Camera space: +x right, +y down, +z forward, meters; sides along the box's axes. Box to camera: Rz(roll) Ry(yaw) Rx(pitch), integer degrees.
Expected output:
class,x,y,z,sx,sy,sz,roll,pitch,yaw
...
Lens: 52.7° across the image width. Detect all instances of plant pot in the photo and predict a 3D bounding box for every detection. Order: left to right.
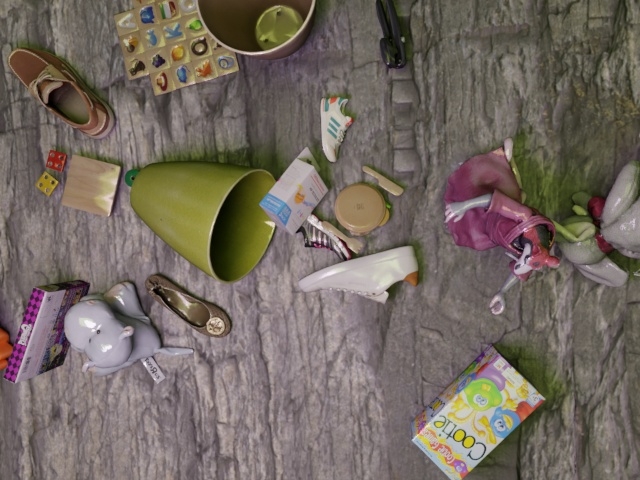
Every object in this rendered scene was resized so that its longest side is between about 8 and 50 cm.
class,x,y,z,sx,sy,sz,roll,pitch,yaw
plant pot,-0.293,-0.075,1.523,0.293,0.274,0.275,20,94,23
plant pot,-0.118,-0.516,1.463,0.256,0.274,0.257,0,92,7

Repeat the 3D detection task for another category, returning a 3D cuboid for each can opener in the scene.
class,x,y,z,sx,sy,sz,roll,pitch,yaw
can opener,0.169,-0.495,1.535,0.059,0.073,0.186,-8,81,16

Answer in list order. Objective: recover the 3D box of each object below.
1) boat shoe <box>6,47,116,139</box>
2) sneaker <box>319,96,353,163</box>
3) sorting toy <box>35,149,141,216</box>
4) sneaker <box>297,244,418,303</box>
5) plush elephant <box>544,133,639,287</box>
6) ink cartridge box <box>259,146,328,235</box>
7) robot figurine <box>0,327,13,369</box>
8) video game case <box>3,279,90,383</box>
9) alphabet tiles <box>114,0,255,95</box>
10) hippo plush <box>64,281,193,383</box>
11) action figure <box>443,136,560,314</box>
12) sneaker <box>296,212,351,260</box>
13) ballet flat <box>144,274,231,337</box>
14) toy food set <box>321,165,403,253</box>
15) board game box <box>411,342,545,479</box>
class,x,y,z,sx,sy,sz,roll,pitch,yaw
boat shoe,-0.659,-0.382,1.618,0.324,0.116,0.123,36,95,6
sneaker,0.042,-0.269,1.555,0.075,0.057,0.161,-4,88,13
sorting toy,-0.585,-0.141,1.648,0.274,0.046,0.132,14,93,7
sneaker,0.093,0.102,1.531,0.290,0.106,0.123,-14,87,6
plush elephant,0.631,-0.036,1.404,0.255,0.272,0.330,-3,53,42
ink cartridge box,-0.049,-0.117,1.520,0.061,0.104,0.181,30,77,33
robot figurine,-0.896,0.249,1.660,0.219,0.128,0.158,34,140,6
video game case,-0.666,0.216,1.585,0.041,0.210,0.232,21,94,7
alphabet tiles,-0.344,-0.533,1.627,0.342,0.011,0.285,-14,90,8
hippo plush,-0.515,0.252,1.551,0.234,0.236,0.294,-42,86,6
action figure,0.407,-0.030,1.371,0.275,0.370,0.248,-29,118,-6
sneaker,0.000,0.000,1.565,0.170,0.063,0.075,42,96,10
ballet flat,-0.336,0.165,1.615,0.249,0.058,0.084,34,96,6
toy food set,0.098,-0.073,1.550,0.132,0.038,0.192,36,81,11
board game box,0.354,0.393,1.483,0.144,0.142,0.275,44,96,5
